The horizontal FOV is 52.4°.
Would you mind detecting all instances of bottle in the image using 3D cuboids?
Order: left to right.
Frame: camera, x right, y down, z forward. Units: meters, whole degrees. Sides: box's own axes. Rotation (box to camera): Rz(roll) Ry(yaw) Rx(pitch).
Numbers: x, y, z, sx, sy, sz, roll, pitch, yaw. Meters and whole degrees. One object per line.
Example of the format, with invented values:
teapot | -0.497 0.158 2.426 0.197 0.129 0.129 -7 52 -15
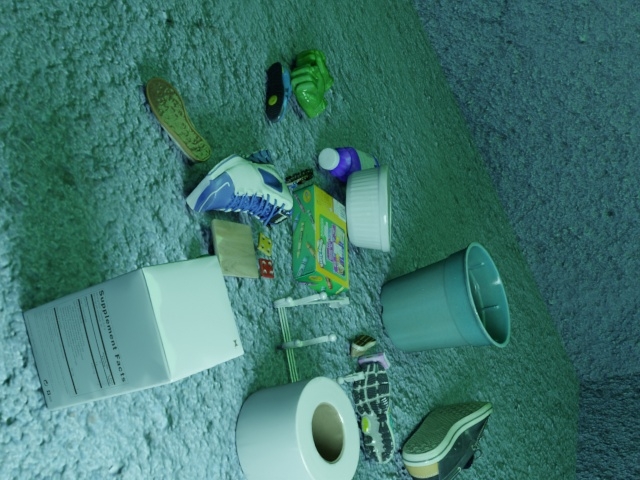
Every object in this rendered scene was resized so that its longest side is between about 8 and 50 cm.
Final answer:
bottle | 0.096 -0.245 2.127 0.282 0.092 0.118 5 66 -57

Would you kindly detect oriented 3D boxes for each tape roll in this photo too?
tape roll | -0.047 0.438 1.447 0.246 0.169 0.246 34 48 -47

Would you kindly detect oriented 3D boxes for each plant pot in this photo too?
plant pot | 0.397 0.213 2.125 0.341 0.334 0.341 35 45 -46

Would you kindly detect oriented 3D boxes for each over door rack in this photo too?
over door rack | 0.018 0.261 1.711 0.324 0.108 0.240 8 68 -57

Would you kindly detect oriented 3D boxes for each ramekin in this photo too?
ramekin | 0.153 -0.098 2.027 0.273 0.127 0.273 -2 90 -81

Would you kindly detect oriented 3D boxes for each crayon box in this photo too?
crayon box | 0.000 0.000 1.848 0.165 0.081 0.279 32 48 -47

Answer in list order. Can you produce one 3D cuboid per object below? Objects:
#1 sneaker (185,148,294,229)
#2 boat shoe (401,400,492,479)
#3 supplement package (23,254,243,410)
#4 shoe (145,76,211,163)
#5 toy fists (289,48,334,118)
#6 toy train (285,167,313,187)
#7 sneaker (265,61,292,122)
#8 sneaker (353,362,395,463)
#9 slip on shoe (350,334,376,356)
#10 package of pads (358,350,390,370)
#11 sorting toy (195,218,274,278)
sneaker | -0.158 -0.110 1.563 0.182 0.127 0.315 50 30 4
boat shoe | 0.419 0.646 2.085 0.500 0.186 0.156 -19 95 -55
supplement package | -0.306 0.150 1.064 0.177 0.292 0.176 -9 82 -60
shoe | -0.333 -0.270 1.494 0.076 0.058 0.219 -38 105 -26
toy fists | -0.026 -0.514 2.063 0.142 0.096 0.279 53 31 -30
toy train | -0.060 -0.182 1.908 0.158 0.027 0.036 -33 113 -59
sneaker | -0.112 -0.425 1.914 0.082 0.069 0.210 37 44 -49
sneaker | 0.158 0.489 1.848 0.110 0.106 0.276 43 41 -69
slip on shoe | 0.124 0.313 1.922 0.135 0.051 0.041 -14 125 -67
package of pads | 0.159 0.357 1.907 0.050 0.083 0.032 64 26 -18
sorting toy | -0.208 0.027 1.533 0.274 0.046 0.133 10 66 -56
